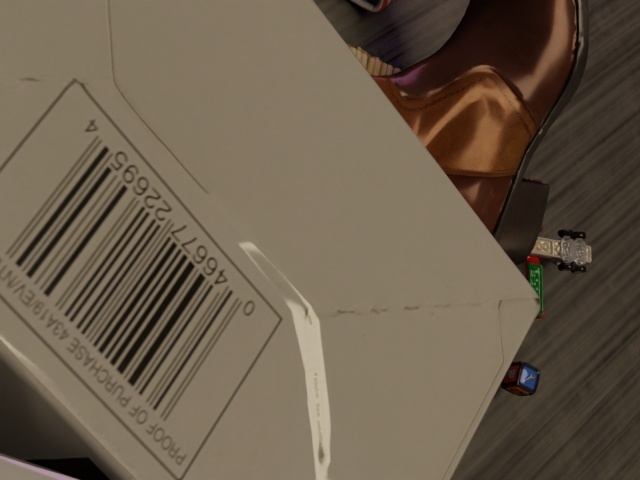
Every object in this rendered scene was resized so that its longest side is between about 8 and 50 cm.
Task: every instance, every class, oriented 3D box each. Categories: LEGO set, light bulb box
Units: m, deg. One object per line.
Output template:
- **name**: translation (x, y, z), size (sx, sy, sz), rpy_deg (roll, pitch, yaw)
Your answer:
- **LEGO set**: translation (0.118, -0.002, 1.259), size (0.182, 0.060, 0.244), rpy_deg (-42, 105, -32)
- **light bulb box**: translation (-0.159, 0.003, 0.760), size (0.358, 0.361, 0.225), rpy_deg (51, 54, -25)

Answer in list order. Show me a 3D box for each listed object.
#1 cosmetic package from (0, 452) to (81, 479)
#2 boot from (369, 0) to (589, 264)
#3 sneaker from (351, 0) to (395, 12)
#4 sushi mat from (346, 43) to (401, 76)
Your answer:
- **cosmetic package**: translation (-0.201, 0.295, 0.550), size (0.329, 0.393, 0.327), rpy_deg (24, 46, -24)
- **boot**: translation (0.041, -0.115, 1.098), size (0.280, 0.096, 0.264), rpy_deg (6, 103, -34)
- **sneaker**: translation (0.030, -0.228, 1.203), size (0.067, 0.042, 0.118), rpy_deg (-49, 117, -41)
- **sushi mat**: translation (0.000, 0.000, 1.135), size (0.151, 0.019, 0.317), rpy_deg (21, 68, -27)
